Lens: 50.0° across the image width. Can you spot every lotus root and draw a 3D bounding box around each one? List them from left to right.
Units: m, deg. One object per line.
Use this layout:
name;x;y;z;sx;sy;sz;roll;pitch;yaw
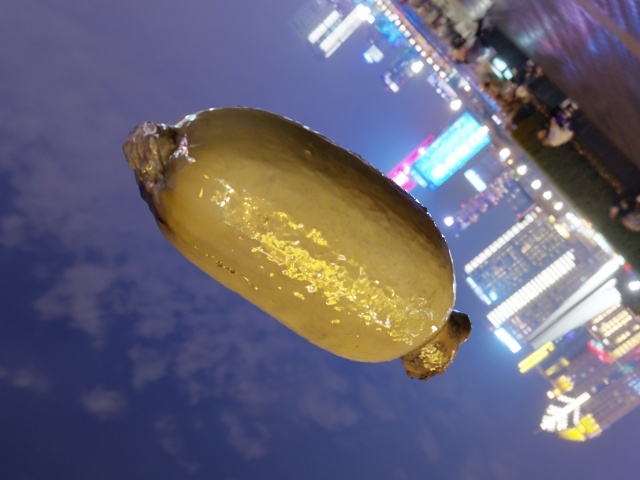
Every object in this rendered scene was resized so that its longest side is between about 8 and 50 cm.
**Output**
lotus root;0.001;-0.003;0.505;0.303;0.131;0.146;35;-168;-22
